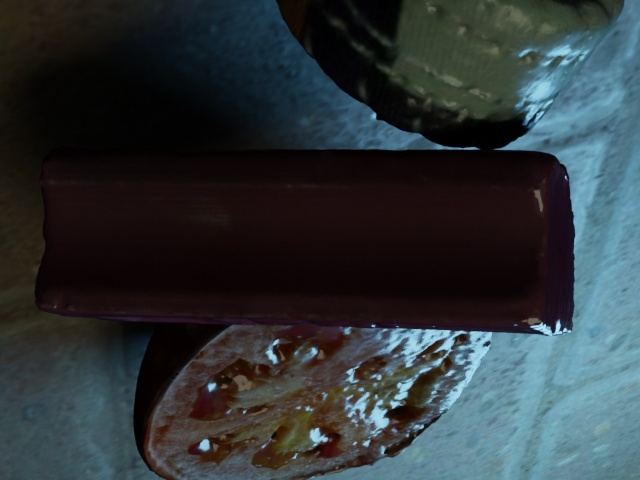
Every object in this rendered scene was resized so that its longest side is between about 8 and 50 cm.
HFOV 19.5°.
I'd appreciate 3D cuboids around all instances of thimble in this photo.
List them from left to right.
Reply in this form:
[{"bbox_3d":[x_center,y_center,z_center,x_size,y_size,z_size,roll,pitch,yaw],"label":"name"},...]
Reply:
[{"bbox_3d":[0.090,-0.183,1.271,0.237,0.237,0.150,4,139,-41],"label":"thimble"}]

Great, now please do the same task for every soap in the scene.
[{"bbox_3d":[0.000,0.000,1.343,0.359,0.128,0.233,1,177,13],"label":"soap"}]

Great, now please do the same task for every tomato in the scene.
[{"bbox_3d":[-0.022,0.081,1.636,0.338,0.144,0.338,-16,146,-11],"label":"tomato"}]
